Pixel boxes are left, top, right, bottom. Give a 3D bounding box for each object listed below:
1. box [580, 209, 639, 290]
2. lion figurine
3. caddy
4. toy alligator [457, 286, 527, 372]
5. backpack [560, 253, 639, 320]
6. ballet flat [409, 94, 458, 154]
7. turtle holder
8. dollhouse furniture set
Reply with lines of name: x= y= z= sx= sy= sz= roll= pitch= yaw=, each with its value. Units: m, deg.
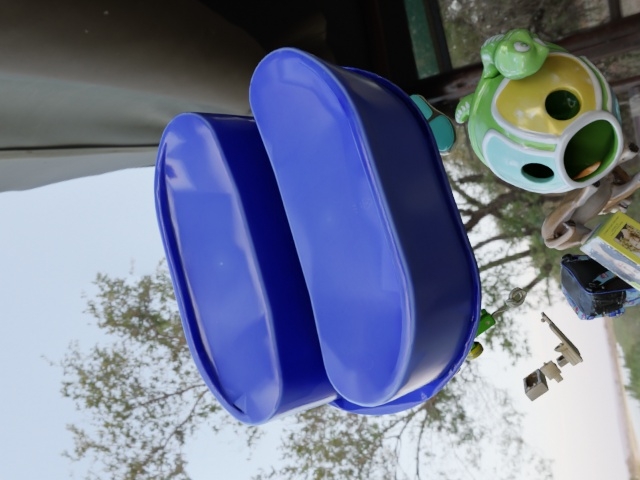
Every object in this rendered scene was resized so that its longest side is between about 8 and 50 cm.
box: x=0.515 y=0.054 z=0.741 sx=0.058 sy=0.232 sz=0.087 roll=-50 pitch=-18 yaw=-4
lion figurine: x=0.596 y=-0.075 z=1.131 sx=0.392 sy=0.240 sz=0.142 roll=-28 pitch=-103 yaw=-25
caddy: x=0.000 y=0.000 z=0.461 sx=0.179 sy=0.241 sz=0.341 roll=-3 pitch=-105 yaw=-57
toy alligator: x=0.193 y=0.124 z=0.674 sx=0.056 sy=0.190 sz=0.051 roll=54 pitch=173 yaw=-4
backpack: x=0.660 y=0.096 z=1.142 sx=0.158 sy=0.173 sz=0.117 roll=-95 pitch=-7 yaw=-61
ballet flat: x=0.207 y=-0.206 z=0.905 sx=0.052 sy=0.057 sz=0.168 roll=33 pitch=-153 yaw=-47
turtle holder: x=0.397 y=-0.229 z=0.868 sx=0.227 sy=0.243 sz=0.320 roll=-115 pitch=9 yaw=-51
dollhouse furniture set: x=0.531 y=0.279 z=1.222 sx=0.123 sy=0.151 sz=0.144 roll=50 pitch=-163 yaw=11
